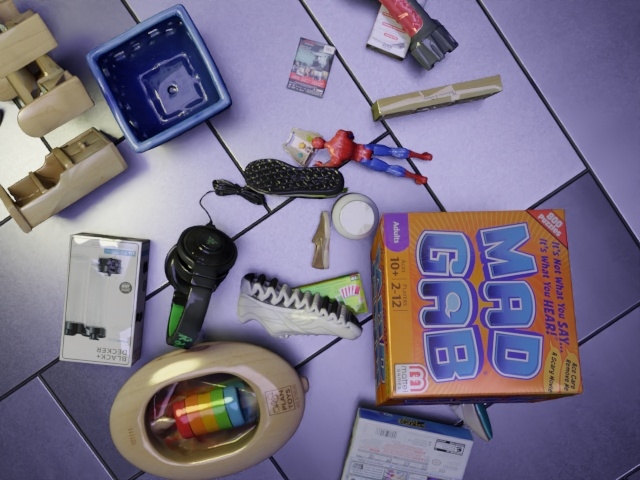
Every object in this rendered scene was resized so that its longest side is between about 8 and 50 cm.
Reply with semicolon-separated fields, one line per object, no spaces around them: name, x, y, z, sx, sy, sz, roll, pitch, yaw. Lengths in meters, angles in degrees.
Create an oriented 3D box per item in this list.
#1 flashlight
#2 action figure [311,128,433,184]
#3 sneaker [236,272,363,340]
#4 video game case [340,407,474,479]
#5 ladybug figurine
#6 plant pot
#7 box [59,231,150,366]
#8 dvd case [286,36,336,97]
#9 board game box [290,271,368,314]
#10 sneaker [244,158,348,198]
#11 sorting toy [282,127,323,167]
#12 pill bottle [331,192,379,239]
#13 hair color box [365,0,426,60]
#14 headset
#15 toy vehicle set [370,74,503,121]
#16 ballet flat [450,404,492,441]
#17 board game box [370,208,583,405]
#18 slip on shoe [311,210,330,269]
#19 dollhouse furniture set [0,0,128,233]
flashlight;0.159;-0.501;1.741;0.103;0.103;0.304;-38;94;29
action figure;0.096;-0.193;1.831;0.281;0.139;0.091;11;92;-24
sneaker;-0.049;0.170;1.804;0.292;0.110;0.118;20;101;6
video game case;0.192;0.530;1.873;0.270;0.061;0.244;12;106;-2
ladybug figurine;-0.244;0.373;1.825;0.450;0.162;0.304;-11;95;0
plant pot;-0.332;-0.338;1.742;0.236;0.212;0.235;-27;95;1
box;-0.489;0.134;1.841;0.169;0.087;0.289;7;95;-1
dvd case;-0.021;-0.394;1.841;0.087;0.013;0.119;15;95;-2
board game box;0.012;0.140;1.869;0.182;0.043;0.092;-14;94;0
sneaker;-0.056;-0.124;1.819;0.235;0.097;0.084;9;77;4
sorting toy;-0.045;-0.218;1.843;0.075;0.045;0.083;31;94;4
pill bottle;0.076;-0.054;1.784;0.103;0.184;0.103;0;95;0
hair color box;0.174;-0.501;1.815;0.093;0.053;0.167;22;93;-2
headset;-0.239;0.050;1.778;0.185;0.243;0.393;15;71;-16
toy vehicle set;0.249;-0.311;1.775;0.267;0.166;0.035;-12;94;1
ballet flat;0.332;0.353;1.880;0.086;0.086;0.248;-16;92;1
board game box;0.296;0.154;1.674;0.357;0.356;0.355;-1;76;-1
slip on shoe;0.000;0.000;1.857;0.041;0.051;0.135;0;102;-3
dollhouse furniture set;-0.624;-0.259;1.661;0.257;0.362;0.394;-36;125;-14
